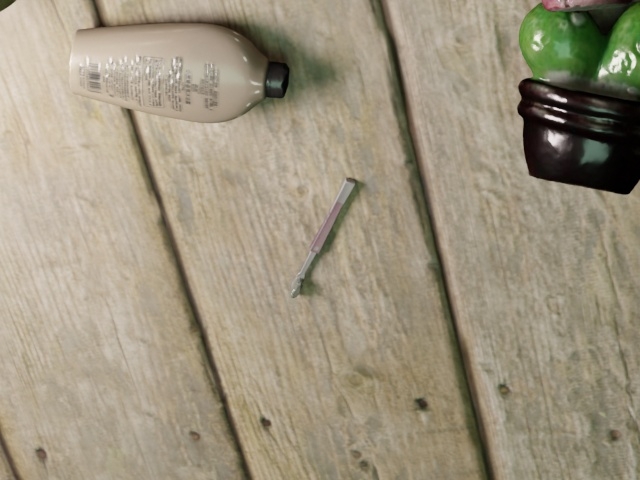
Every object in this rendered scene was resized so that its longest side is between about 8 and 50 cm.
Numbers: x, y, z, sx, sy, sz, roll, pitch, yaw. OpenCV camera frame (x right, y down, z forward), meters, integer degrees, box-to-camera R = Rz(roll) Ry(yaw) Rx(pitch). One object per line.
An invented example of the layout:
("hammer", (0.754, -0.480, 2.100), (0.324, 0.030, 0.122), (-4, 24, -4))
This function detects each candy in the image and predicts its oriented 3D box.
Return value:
("candy", (0.291, -0.273, 1.942), (0.103, 0.103, 0.043), (-6, 93, 10))

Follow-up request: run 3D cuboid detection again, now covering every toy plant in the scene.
("toy plant", (0.326, -0.176, 2.031), (0.218, 0.175, 0.235), (10, 99, 6))

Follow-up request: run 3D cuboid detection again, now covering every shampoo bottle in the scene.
("shampoo bottle", (-0.164, -0.200, 2.104), (0.256, 0.078, 0.127), (7, 120, 3))

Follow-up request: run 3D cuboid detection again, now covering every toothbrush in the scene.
("toothbrush", (0.000, -0.001, 2.263), (0.014, 0.017, 0.194), (18, 122, -14))

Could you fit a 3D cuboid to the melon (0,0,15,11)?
("melon", (-0.456, -0.349, 1.927), (0.308, 0.272, 0.272), (-5, 125, -9))
